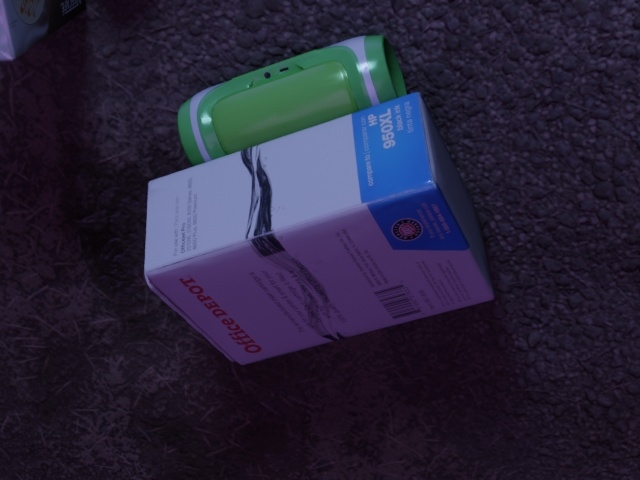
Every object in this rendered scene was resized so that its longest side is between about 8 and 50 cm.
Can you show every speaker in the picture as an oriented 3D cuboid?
[{"bbox_3d":[-0.038,-0.178,1.336,0.296,0.131,0.131,-16,114,16],"label":"speaker"}]

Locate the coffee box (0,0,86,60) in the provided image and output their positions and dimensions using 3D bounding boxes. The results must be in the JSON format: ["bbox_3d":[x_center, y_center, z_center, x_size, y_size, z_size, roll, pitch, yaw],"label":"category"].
[{"bbox_3d":[-0.391,-0.325,1.240,0.098,0.246,0.141,0,116,8],"label":"coffee box"}]

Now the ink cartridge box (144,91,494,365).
[{"bbox_3d":[0.000,0.000,1.340,0.395,0.166,0.285,-16,143,16],"label":"ink cartridge box"}]
